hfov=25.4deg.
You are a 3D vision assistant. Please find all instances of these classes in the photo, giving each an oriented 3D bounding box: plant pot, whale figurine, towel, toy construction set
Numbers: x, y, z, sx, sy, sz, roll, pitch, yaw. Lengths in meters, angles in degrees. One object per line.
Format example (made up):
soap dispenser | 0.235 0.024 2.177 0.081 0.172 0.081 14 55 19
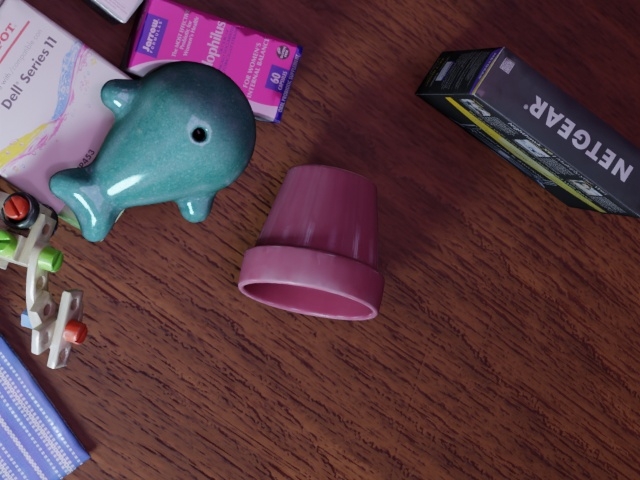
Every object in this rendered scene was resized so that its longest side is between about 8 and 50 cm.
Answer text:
plant pot | 0.000 0.000 1.958 0.201 0.201 0.180 16 75 -16
whale figurine | -0.205 -0.109 1.787 0.272 0.141 0.216 -35 106 -10
towel | -0.516 0.300 1.917 0.336 0.040 0.243 -35 104 -9
toy construction set | -0.444 0.035 1.810 0.327 0.151 0.215 18 81 6

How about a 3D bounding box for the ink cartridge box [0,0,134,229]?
ink cartridge box | -0.382 -0.181 1.862 0.353 0.119 0.207 35 86 -16

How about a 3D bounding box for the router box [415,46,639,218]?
router box | 0.308 -0.151 1.990 0.308 0.243 0.081 34 86 -16

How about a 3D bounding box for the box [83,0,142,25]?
box | -0.280 -0.350 1.884 0.102 0.101 0.087 38 85 -17

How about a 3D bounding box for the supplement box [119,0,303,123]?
supplement box | -0.150 -0.245 1.925 0.220 0.114 0.111 17 92 -14
